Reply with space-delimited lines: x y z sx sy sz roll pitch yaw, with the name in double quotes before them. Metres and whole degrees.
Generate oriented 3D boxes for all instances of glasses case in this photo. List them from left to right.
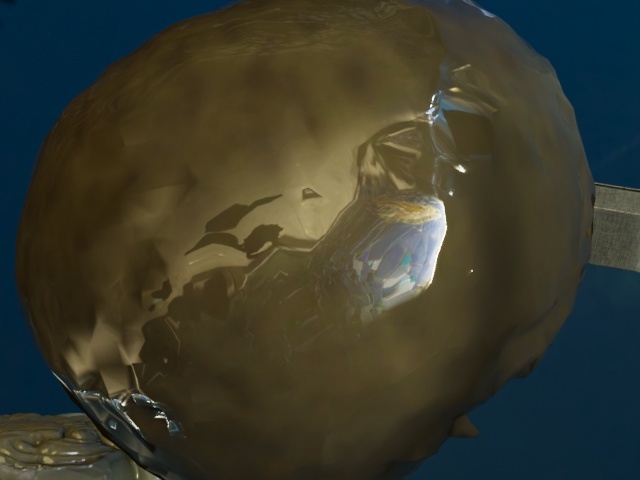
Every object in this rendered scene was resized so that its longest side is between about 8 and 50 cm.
"glasses case" 0.195 -0.025 1.318 0.205 0.070 0.047 10 -138 10

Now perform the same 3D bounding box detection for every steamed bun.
"steamed bun" -0.237 0.239 1.374 0.218 0.211 0.144 178 -87 -67

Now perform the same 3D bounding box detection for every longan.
"longan" -0.003 0.005 1.082 0.436 0.404 0.404 -19 -130 0
